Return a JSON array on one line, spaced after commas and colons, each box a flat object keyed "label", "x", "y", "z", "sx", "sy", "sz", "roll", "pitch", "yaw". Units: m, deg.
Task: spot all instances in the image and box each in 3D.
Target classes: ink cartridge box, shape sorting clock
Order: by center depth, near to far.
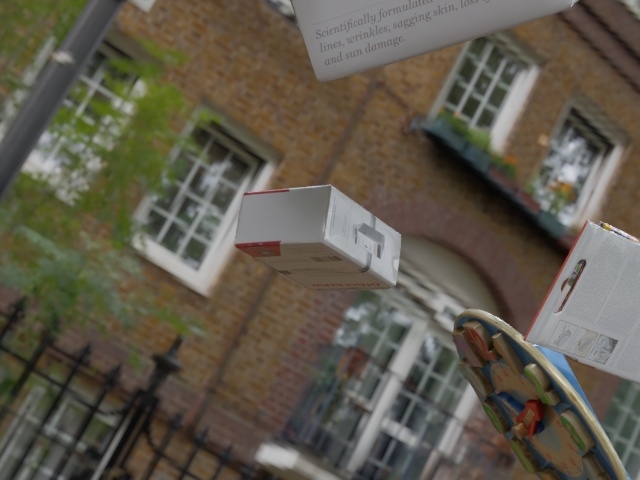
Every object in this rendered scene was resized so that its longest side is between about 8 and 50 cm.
[{"label": "ink cartridge box", "x": 0.134, "y": 0.027, "z": 0.617, "sx": 0.115, "sy": 0.063, "sz": 0.029, "roll": 20, "pitch": 10, "yaw": -40}, {"label": "shape sorting clock", "x": 0.170, "y": 0.142, "z": 1.053, "sx": 0.206, "sy": 0.040, "sz": 0.206, "roll": 54, "pitch": -15, "yaw": 22}, {"label": "ink cartridge box", "x": 0.000, "y": 0.000, "z": 1.238, "sx": 0.099, "sy": 0.056, "sz": 0.135, "roll": -3, "pitch": -21, "yaw": 31}]

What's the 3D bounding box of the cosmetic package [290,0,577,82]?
[{"label": "cosmetic package", "x": 0.125, "y": -0.262, "z": 1.139, "sx": 0.217, "sy": 0.385, "sz": 0.156, "roll": -14, "pitch": -77, "yaw": 25}]
